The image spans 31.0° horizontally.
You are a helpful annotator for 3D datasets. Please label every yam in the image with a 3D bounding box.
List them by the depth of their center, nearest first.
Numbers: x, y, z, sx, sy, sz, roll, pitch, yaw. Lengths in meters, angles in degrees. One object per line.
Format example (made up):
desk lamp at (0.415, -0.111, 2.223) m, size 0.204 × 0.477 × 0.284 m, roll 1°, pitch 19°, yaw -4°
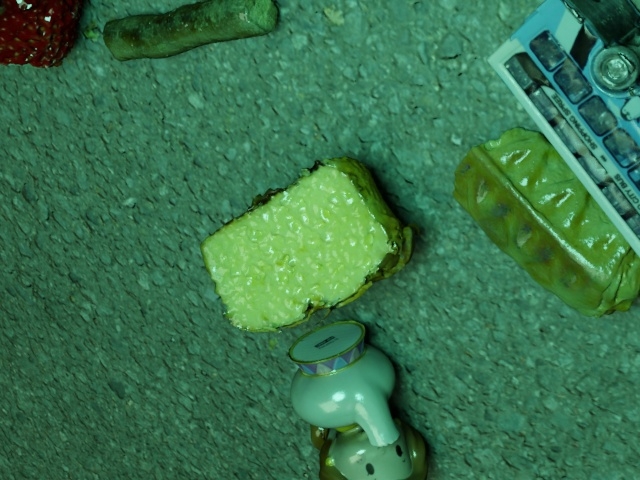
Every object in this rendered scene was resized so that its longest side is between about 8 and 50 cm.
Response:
yam at (-0.161, -0.252, 1.368) m, size 0.252 × 0.061 × 0.061 m, roll -3°, pitch 115°, yaw 38°

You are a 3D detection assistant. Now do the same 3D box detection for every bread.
bread at (0.243, -0.016, 1.205) m, size 0.232 × 0.088 × 0.128 m, roll 41°, pitch 125°, yaw 15°
bread at (-0.002, 0.004, 1.356) m, size 0.260 × 0.147 × 0.160 m, roll -36°, pitch 84°, yaw 37°

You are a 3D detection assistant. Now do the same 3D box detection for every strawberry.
strawberry at (-0.373, -0.297, 1.433) m, size 0.186 × 0.184 × 0.201 m, roll -7°, pitch 151°, yaw 19°

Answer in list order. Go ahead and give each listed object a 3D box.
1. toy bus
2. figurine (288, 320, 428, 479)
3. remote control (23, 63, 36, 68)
toy bus at (0.300, -0.106, 1.092) m, size 0.297 × 0.106 × 0.131 m, roll 53°, pitch 136°, yaw 0°
figurine at (0.047, 0.238, 1.465) m, size 0.189 × 0.142 × 0.263 m, roll 27°, pitch 140°, yaw 63°
remote control at (-0.443, -0.276, 1.581) m, size 0.162 × 0.029 × 0.061 m, roll 13°, pitch 125°, yaw 24°
